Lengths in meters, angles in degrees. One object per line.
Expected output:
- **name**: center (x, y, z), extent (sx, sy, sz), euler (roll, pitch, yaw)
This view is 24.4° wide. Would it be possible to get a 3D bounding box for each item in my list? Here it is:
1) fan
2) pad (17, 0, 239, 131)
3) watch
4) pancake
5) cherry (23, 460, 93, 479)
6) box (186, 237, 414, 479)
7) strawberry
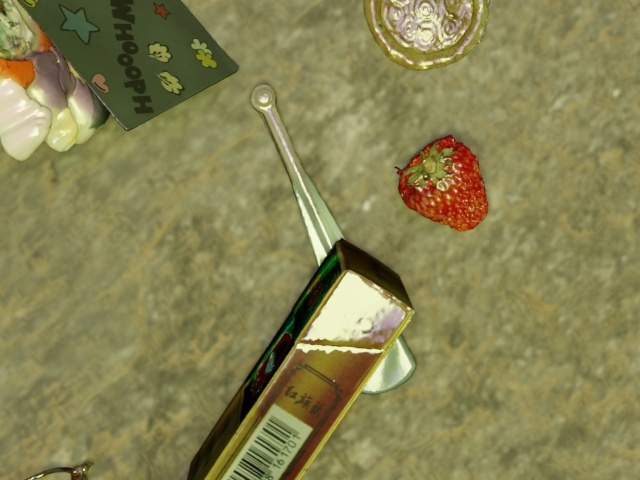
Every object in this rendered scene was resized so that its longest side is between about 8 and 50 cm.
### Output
- **fan**: center (0.000, 0.000, 1.259), extent (0.057, 0.023, 0.282), euler (-26, 90, 10)
- **pad**: center (-0.186, -0.208, 1.205), extent (0.245, 0.170, 0.006), euler (50, 127, 2)
- **watch**: center (-0.312, -0.107, 1.185), extent (0.231, 0.244, 0.196), euler (-37, 85, 21)
- **pancake**: center (0.092, -0.201, 1.263), extent (0.115, 0.011, 0.114), euler (0, 92, 0)
- **cherry**: center (-0.298, 0.246, 1.236), extent (0.226, 0.090, 0.107), euler (-6, 78, -8)
- **box**: center (-0.021, 0.122, 1.183), extent (0.071, 0.159, 0.240), euler (33, 96, -4)
- **strawberry**: center (0.106, -0.044, 1.242), extent (0.073, 0.073, 0.083), euler (-46, 126, 1)
